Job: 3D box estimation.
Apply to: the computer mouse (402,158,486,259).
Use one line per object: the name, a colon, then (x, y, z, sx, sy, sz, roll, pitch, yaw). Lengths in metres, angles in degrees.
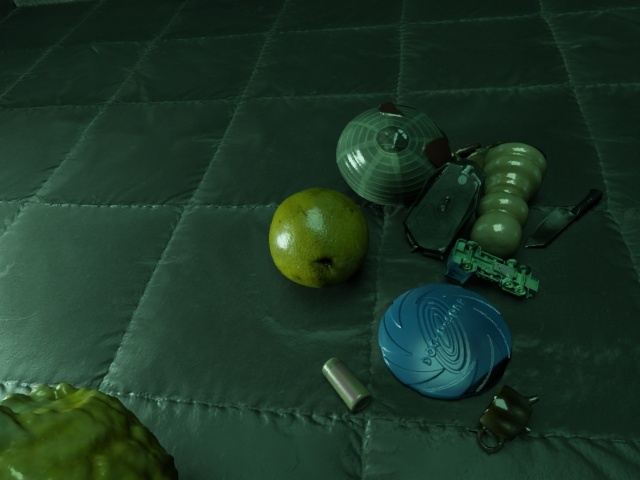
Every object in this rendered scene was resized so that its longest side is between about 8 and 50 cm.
computer mouse: (0.267, -0.064, 1.010, 0.126, 0.231, 0.071, 38, 21, 28)

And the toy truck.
toy truck: (0.335, 0.067, 0.944, 0.175, 0.081, 0.067, 23, 55, 5)

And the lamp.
lamp: (0.169, -0.193, 1.085, 0.265, 0.233, 0.233, 32, 59, 9)

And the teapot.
teapot: (0.294, 0.283, 0.747, 0.068, 0.076, 0.121, 36, 90, 24)

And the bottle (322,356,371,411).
bottle: (0.044, 0.252, 0.837, 0.045, 0.045, 0.096, -32, 49, -18)

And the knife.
knife: (0.523, -0.047, 1.038, 0.230, 0.028, 0.060, -36, 40, -17)

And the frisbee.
frisbee: (0.227, 0.172, 0.878, 0.242, 0.045, 0.242, -6, 49, 7)

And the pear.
pear: (0.000, 0.000, 0.971, 0.209, 0.209, 0.208, -5, 48, 6)

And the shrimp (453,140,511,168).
shrimp: (0.381, -0.205, 1.196, 0.236, 0.053, 0.133, -31, 30, -12)

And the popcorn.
popcorn: (-0.352, 0.378, 0.596, 0.354, 0.344, 0.390, -15, 58, -25)

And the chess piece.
chess piece: (0.389, -0.076, 1.013, 0.143, 0.142, 0.261, 15, 57, 22)
